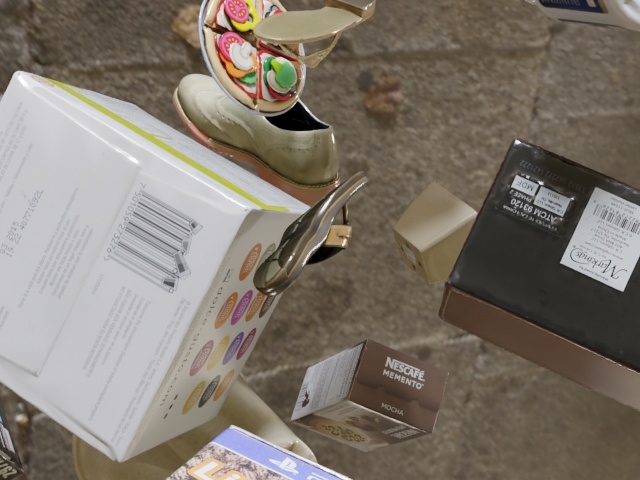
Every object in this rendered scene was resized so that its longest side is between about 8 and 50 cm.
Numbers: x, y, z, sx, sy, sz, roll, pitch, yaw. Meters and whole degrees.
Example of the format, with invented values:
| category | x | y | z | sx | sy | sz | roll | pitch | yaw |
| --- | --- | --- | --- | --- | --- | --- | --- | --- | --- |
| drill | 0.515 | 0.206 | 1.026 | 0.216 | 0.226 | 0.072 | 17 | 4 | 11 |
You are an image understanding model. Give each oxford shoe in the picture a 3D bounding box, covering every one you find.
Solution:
| category | x | y | z | sx | sy | sz | roll | pitch | yaw |
| --- | --- | --- | --- | --- | --- | --- | --- | --- | --- |
| oxford shoe | -0.101 | -0.207 | 1.840 | 0.140 | 0.397 | 0.146 | -24 | 134 | -38 |

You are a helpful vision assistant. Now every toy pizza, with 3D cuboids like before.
| category | x | y | z | sx | sy | sz | roll | pitch | yaw |
| --- | --- | --- | --- | --- | --- | --- | --- | --- | --- |
| toy pizza | -0.087 | -0.274 | 1.572 | 0.201 | 0.032 | 0.201 | 17 | 66 | -43 |

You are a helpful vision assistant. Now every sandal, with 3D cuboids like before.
| category | x | y | z | sx | sy | sz | roll | pitch | yaw |
| --- | --- | --- | --- | --- | --- | --- | --- | --- | --- |
| sandal | 0.000 | 0.000 | 1.237 | 0.060 | 0.219 | 0.090 | 47 | 128 | -11 |
| sandal | -0.002 | -0.279 | 1.551 | 0.240 | 0.088 | 0.079 | -35 | 142 | -44 |

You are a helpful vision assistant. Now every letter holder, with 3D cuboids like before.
| category | x | y | z | sx | sy | sz | roll | pitch | yaw |
| --- | --- | --- | --- | --- | --- | --- | --- | --- | --- |
| letter holder | 0.279 | 0.059 | 1.053 | 0.152 | 0.302 | 0.214 | -64 | 171 | -11 |

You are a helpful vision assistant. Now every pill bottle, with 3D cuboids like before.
| category | x | y | z | sx | sy | sz | roll | pitch | yaw |
| --- | --- | --- | --- | --- | --- | --- | --- | --- | --- |
| pill bottle | 0.234 | -0.230 | 0.951 | 0.094 | 0.169 | 0.094 | -6 | 106 | -21 |

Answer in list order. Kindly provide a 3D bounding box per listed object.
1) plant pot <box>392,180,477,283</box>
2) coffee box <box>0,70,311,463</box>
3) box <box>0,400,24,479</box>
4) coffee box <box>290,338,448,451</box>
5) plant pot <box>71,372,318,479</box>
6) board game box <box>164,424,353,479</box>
| category | x | y | z | sx | sy | sz | roll | pitch | yaw |
| --- | --- | --- | --- | --- | --- | --- | --- | --- | --- |
| plant pot | 0.169 | -0.002 | 1.639 | 0.096 | 0.109 | 0.109 | -33 | 133 | -13 |
| coffee box | -0.249 | 0.028 | 1.441 | 0.337 | 0.338 | 0.334 | -62 | 167 | 7 |
| box | -0.581 | 0.197 | 1.709 | 0.079 | 0.322 | 0.257 | -27 | 148 | -4 |
| coffee box | 0.084 | 0.286 | 2.028 | 0.168 | 0.297 | 0.119 | 24 | 67 | -14 |
| plant pot | -0.175 | 0.350 | 1.788 | 0.334 | 0.305 | 0.334 | -18 | 120 | -35 |
| board game box | -0.069 | 0.255 | 0.491 | 0.291 | 0.141 | 0.232 | -30 | 139 | -66 |
